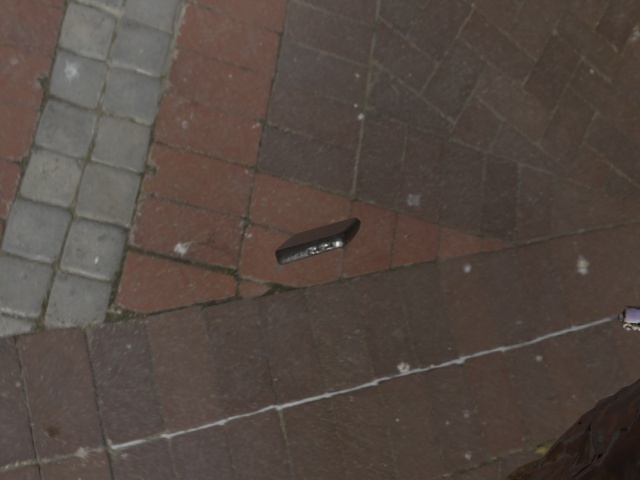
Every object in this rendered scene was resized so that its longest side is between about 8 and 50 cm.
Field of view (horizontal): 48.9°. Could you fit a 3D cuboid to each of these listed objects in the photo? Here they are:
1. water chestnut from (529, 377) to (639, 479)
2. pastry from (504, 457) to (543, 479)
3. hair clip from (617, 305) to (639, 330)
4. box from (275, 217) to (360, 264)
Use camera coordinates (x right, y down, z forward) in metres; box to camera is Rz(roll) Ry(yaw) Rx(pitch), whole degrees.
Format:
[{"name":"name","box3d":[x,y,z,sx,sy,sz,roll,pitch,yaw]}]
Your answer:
[{"name":"water chestnut","box3d":[0.304,0.224,0.458,0.347,0.335,0.335,-6,78,-45]},{"name":"pastry","box3d":[0.399,0.483,1.159,0.235,0.132,0.240,51,59,-10]},{"name":"hair clip","box3d":[0.628,0.127,1.113,0.084,0.292,0.106,27,66,-63]},{"name":"box","box3d":[0.000,0.000,1.134,0.126,0.125,0.027,-44,117,-68]}]
